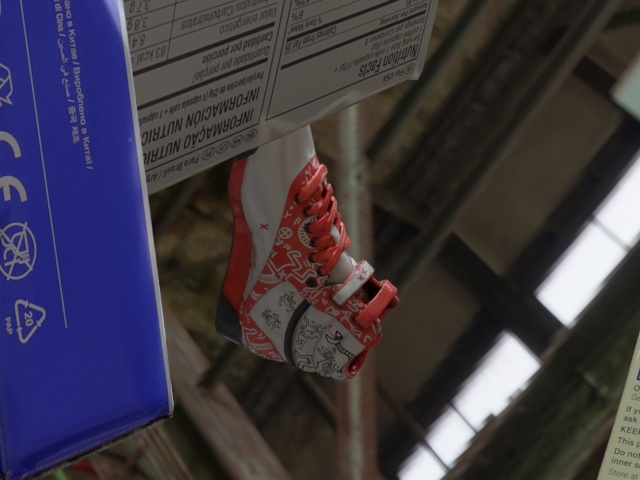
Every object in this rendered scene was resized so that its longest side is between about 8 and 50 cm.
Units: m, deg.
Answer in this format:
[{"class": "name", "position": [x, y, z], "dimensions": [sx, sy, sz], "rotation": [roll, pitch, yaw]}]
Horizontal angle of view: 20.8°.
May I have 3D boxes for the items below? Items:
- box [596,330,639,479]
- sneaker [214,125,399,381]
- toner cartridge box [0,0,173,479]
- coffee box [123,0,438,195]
[{"class": "box", "position": [0.280, 0.164, 1.201], "dimensions": [0.213, 0.117, 0.243], "rotation": [56, -130, -53]}, {"class": "sneaker", "position": [0.000, 0.000, 1.425], "dimensions": [0.090, 0.145, 0.270], "rotation": [-50, -23, -46]}, {"class": "toner cartridge box", "position": [-0.147, -0.109, 0.514], "dimensions": [0.075, 0.165, 0.347], "rotation": [-19, -73, -51]}, {"class": "coffee box", "position": [-0.143, -0.246, 0.891], "dimensions": [0.338, 0.338, 0.334], "rotation": [-28, -41, -45]}]
